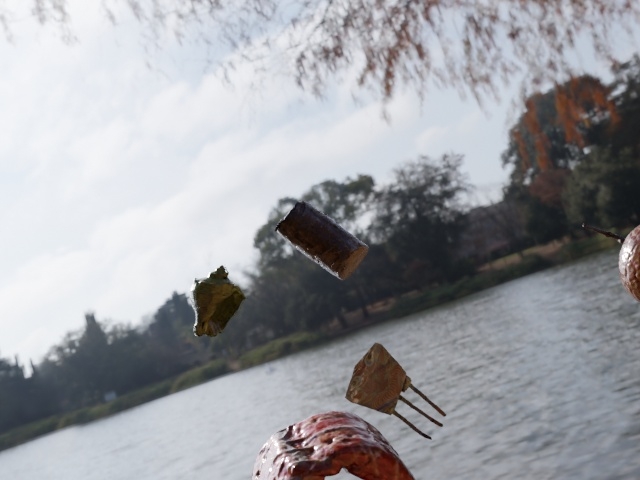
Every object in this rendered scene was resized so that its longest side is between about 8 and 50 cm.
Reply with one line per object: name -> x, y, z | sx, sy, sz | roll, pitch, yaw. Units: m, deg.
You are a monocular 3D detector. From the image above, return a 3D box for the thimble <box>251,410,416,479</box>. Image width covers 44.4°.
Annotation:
thimble -> 0.030, 0.536, 1.579 | 0.350, 0.350, 0.230 | -17, 13, -10

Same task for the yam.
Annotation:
yam -> 0.001, -0.002, 1.282 | 0.079, 0.141, 0.079 | -48, -16, -18

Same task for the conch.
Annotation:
conch -> -0.157, 0.093, 1.190 | 0.089, 0.121, 0.074 | 11, 13, -16

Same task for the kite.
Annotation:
kite -> 0.150, 0.309, 1.532 | 0.127, 0.229, 0.016 | -53, 16, -14

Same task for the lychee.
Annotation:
lychee -> 0.399, 0.021, 0.924 | 0.101, 0.114, 0.140 | -38, 18, 20
